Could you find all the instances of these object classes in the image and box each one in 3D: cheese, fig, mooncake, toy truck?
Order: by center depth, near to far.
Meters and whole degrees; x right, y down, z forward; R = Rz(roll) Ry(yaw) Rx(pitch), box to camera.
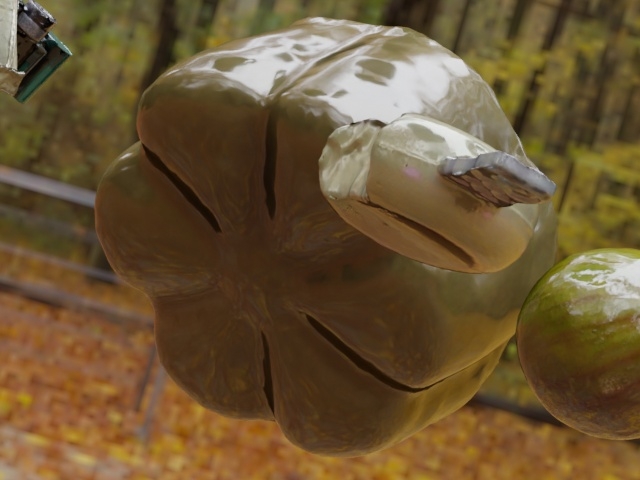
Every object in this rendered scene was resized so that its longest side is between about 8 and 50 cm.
[{"bbox_3d":[0.234,0.046,1.196,0.236,0.124,0.124,-21,-16,25],"label":"fig"},{"bbox_3d":[0.096,-0.040,1.420,0.163,0.082,0.286,27,-10,-10],"label":"cheese"},{"bbox_3d":[-0.371,-0.242,2.025,0.253,0.114,0.124,41,5,-34],"label":"toy truck"},{"bbox_3d":[0.000,0.000,2.035,0.467,0.467,0.262,17,30,31],"label":"mooncake"}]

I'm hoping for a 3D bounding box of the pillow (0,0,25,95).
[{"bbox_3d":[-0.278,-0.207,1.456,0.119,0.208,0.053,13,-37,-31],"label":"pillow"}]
